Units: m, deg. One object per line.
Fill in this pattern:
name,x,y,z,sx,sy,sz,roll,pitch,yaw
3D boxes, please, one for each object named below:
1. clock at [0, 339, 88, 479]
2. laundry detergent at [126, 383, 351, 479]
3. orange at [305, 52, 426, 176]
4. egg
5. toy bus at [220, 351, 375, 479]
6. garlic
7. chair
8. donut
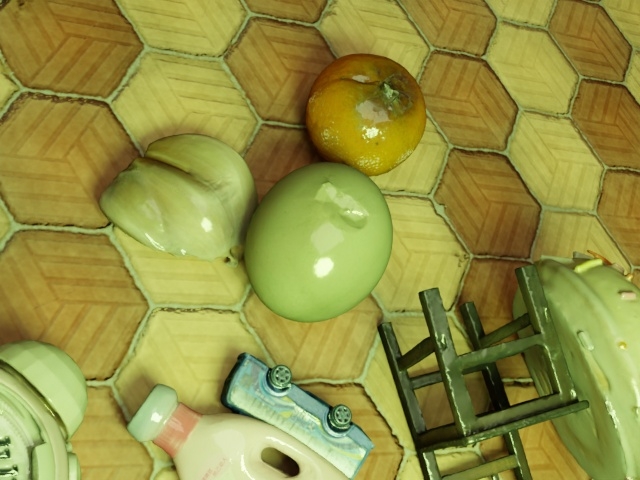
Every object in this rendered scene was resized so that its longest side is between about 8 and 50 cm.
clock,-0.434,0.283,0.801,0.325,0.184,0.343,4,73,-26
laundry detergent,-0.105,0.316,0.962,0.335,0.088,0.159,36,85,-5
orange,0.081,-0.223,1.230,0.223,0.170,0.224,9,66,-21
egg,0.000,0.000,1.074,0.219,0.219,0.269,31,63,-8
toy bus,-0.036,0.258,1.031,0.236,0.079,0.094,35,62,-6
garlic,-0.191,-0.068,1.088,0.228,0.110,0.217,35,56,-6
chair,0.255,0.280,1.042,0.203,0.241,0.417,-11,73,-20
donut,0.434,0.195,1.093,0.142,0.383,0.383,-19,76,-3
